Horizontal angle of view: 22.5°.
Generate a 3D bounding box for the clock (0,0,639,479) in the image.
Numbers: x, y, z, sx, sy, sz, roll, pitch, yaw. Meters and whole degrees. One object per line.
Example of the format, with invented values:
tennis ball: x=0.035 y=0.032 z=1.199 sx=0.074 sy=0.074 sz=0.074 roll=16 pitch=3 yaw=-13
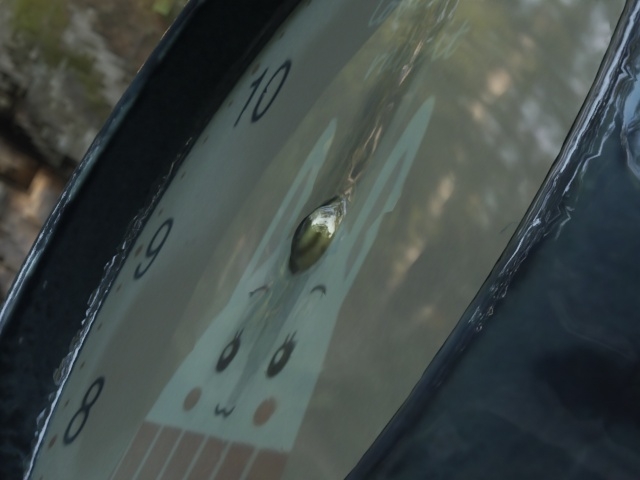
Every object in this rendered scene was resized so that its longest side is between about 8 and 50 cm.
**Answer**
clock: x=0.000 y=0.000 z=0.484 sx=0.076 sy=0.386 sz=0.386 roll=33 pitch=0 yaw=-21
